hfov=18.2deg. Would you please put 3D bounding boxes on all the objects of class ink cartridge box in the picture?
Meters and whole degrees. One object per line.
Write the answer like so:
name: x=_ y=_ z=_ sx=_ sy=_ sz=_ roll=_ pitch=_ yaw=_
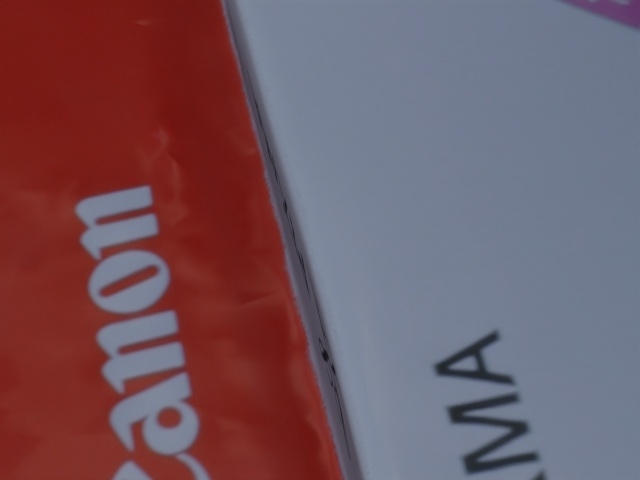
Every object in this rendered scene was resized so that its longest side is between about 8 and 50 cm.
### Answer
ink cartridge box: x=0.000 y=0.000 z=0.386 sx=0.239 sy=0.275 sz=0.060 roll=-11 pitch=139 yaw=-5
